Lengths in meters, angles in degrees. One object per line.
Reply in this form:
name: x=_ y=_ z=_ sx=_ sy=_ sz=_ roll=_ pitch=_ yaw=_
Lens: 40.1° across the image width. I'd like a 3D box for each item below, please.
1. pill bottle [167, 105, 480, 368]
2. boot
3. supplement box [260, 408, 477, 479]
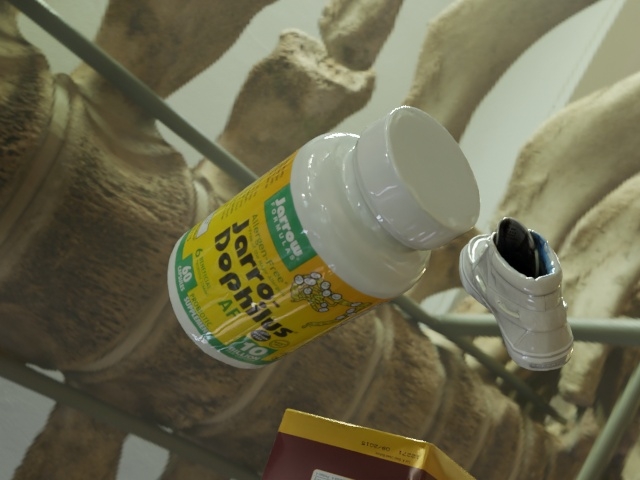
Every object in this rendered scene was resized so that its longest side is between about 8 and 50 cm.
pill bottle: x=0.000 y=0.000 z=0.591 sx=0.117 sy=0.208 sz=0.118 roll=28 pitch=-133 yaw=-34
boot: x=0.217 y=0.025 z=0.983 sx=0.095 sy=0.258 sz=0.123 roll=-12 pitch=-62 yaw=-5
supplement box: x=0.037 y=0.263 z=0.677 sx=0.191 sy=0.129 sz=0.194 roll=46 pitch=-122 yaw=-48
